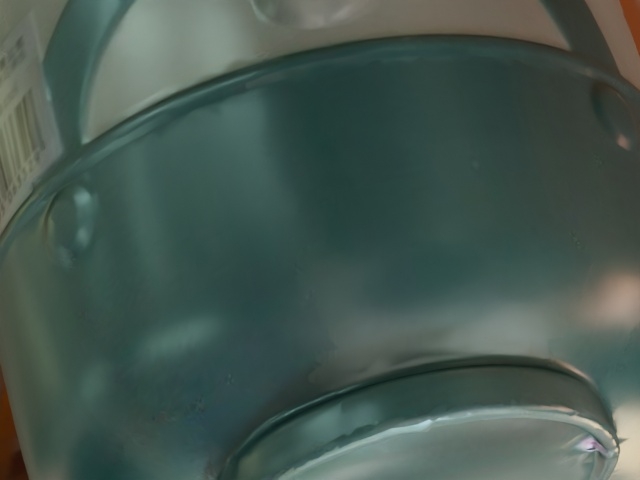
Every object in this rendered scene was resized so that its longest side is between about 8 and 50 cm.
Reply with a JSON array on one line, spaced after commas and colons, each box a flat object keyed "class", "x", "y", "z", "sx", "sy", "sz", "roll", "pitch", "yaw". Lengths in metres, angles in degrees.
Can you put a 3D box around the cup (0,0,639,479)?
[{"class": "cup", "x": 0.000, "y": 0.000, "z": 0.590, "sx": 0.289, "sy": 0.219, "sz": 0.257, "roll": 90, "pitch": 168, "yaw": -60}]
